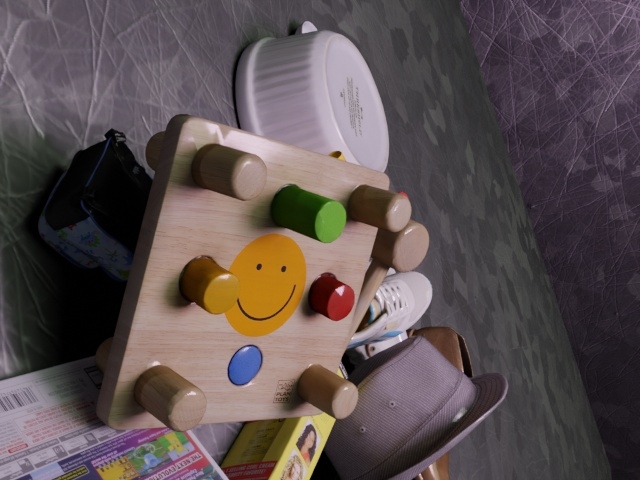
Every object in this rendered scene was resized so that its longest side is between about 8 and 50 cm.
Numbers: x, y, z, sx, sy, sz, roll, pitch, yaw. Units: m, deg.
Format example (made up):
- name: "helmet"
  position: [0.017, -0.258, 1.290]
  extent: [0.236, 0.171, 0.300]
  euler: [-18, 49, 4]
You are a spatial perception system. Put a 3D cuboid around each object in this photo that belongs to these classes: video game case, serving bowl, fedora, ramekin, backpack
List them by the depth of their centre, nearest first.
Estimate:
- name: "video game case"
  position: [-0.170, 0.174, 0.569]
  extent: [0.183, 0.023, 0.201]
  euler: [48, 20, 16]
- name: "backpack"
  position: [-0.187, -0.020, 0.662]
  extent: [0.114, 0.084, 0.105]
  euler: [49, 34, -36]
- name: "fedora"
  position: [0.096, 0.218, 0.962]
  extent: [0.124, 0.275, 0.244]
  euler: [51, 9, 1]
- name: "ramekin"
  position: [0.001, -0.180, 1.071]
  extent: [0.273, 0.127, 0.273]
  euler: [38, 45, -51]
- name: "serving bowl"
  position: [-0.021, -0.318, 1.210]
  extent: [0.083, 0.027, 0.083]
  euler: [40, 44, -52]

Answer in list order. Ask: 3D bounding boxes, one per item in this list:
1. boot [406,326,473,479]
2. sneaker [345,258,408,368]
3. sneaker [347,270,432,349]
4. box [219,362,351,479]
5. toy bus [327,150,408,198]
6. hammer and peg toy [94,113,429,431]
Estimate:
- name: "boot"
  position: [0.208, 0.297, 1.272]
  extent: [0.112, 0.115, 0.306]
  euler: [32, 51, -57]
- name: "sneaker"
  position: [0.077, 0.180, 1.107]
  extent: [0.123, 0.105, 0.290]
  euler: [-16, 90, -46]
- name: "sneaker"
  position: [0.075, 0.097, 1.004]
  extent: [0.228, 0.092, 0.087]
  euler: [-21, 79, -32]
- name: "box"
  position: [-0.040, 0.221, 0.841]
  extent: [0.058, 0.087, 0.232]
  euler: [64, 29, -19]
- name: "toy bus"
  position: [0.000, 0.000, 0.889]
  extent: [0.149, 0.211, 0.220]
  euler: [57, 33, -37]
- name: "hammer and peg toy"
  position: [-0.017, 0.052, 0.683]
  extent: [0.361, 0.127, 0.266]
  euler: [11, 96, -46]
